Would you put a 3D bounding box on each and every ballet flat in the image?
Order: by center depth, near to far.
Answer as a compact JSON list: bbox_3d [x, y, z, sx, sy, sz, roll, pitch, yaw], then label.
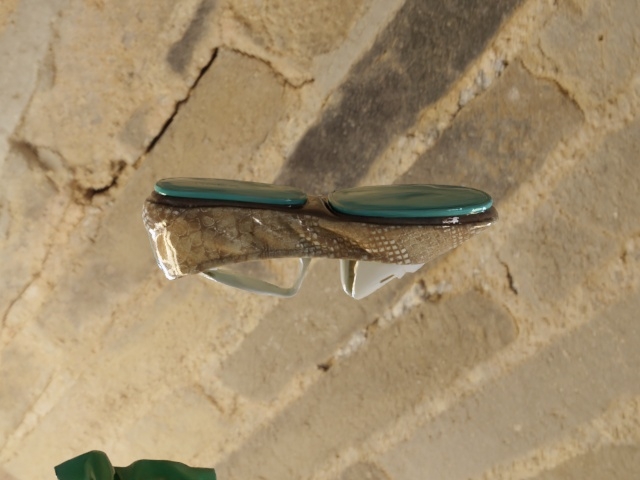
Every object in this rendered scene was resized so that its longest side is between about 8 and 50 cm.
[{"bbox_3d":[0.000,0.000,0.499,0.206,0.073,0.067,3,-73,0],"label":"ballet flat"}]

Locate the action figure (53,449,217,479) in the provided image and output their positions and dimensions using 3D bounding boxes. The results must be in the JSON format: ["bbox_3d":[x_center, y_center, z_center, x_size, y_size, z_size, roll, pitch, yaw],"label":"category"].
[{"bbox_3d":[-0.113,0.233,0.611,0.137,0.232,0.064,4,-77,-24],"label":"action figure"}]
